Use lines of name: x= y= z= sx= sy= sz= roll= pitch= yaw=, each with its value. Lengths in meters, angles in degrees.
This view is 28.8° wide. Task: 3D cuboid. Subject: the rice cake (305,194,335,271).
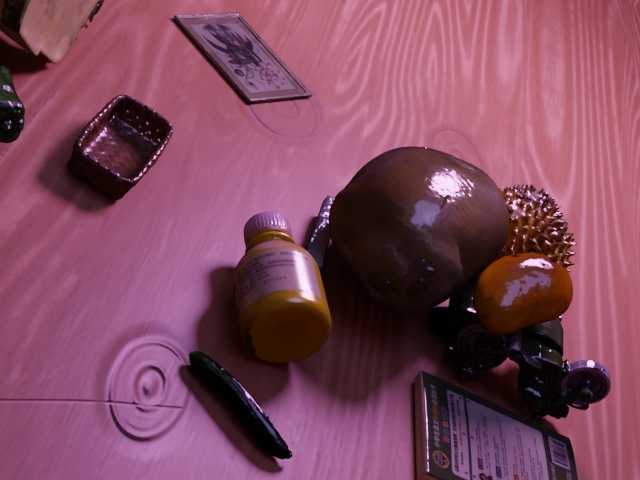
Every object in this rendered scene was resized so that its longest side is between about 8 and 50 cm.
rice cake: x=0.000 y=0.000 z=1.888 sx=0.034 sy=0.043 sz=0.211 roll=22 pitch=33 yaw=-2

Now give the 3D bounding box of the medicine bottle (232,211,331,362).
medicine bottle: x=-0.060 y=0.053 z=1.694 sx=0.122 sy=0.122 sz=0.212 roll=17 pitch=36 yaw=-26

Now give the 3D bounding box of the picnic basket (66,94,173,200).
picnic basket: x=-0.287 y=-0.133 z=1.790 sx=0.110 sy=0.055 sz=0.193 roll=33 pitch=32 yaw=-5

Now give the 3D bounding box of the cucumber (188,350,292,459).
cucumber: x=-0.100 y=0.202 z=1.550 sx=0.184 sy=0.036 sz=0.033 roll=46 pitch=27 yaw=18

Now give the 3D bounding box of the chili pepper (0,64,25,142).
chili pepper: x=-0.481 y=-0.227 z=1.717 sx=0.099 sy=0.083 sz=0.253 roll=6 pitch=38 yaw=-39

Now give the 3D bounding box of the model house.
model house: x=-0.443 y=-0.430 z=1.763 sx=0.266 sy=0.261 sz=0.321 roll=30 pitch=-3 yaw=1

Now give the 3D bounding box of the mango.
mango: x=0.291 y=0.075 z=1.819 sx=0.178 sy=0.090 sz=0.115 roll=-15 pitch=56 yaw=-30

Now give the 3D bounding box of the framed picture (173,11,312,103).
framed picture: x=-0.136 y=-0.327 z=2.210 sx=0.231 sy=0.010 sz=0.173 roll=49 pitch=35 yaw=20

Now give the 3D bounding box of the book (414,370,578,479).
book: x=0.249 y=0.304 z=1.739 sx=0.264 sy=0.027 sz=0.202 roll=25 pitch=35 yaw=-16

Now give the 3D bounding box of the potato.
potato: x=0.142 y=-0.023 z=1.863 sx=0.243 sy=0.221 sz=0.326 roll=41 pitch=34 yaw=16

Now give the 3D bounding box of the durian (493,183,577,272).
durian: x=0.360 y=-0.024 z=2.157 sx=0.183 sy=0.138 sz=0.250 roll=24 pitch=21 yaw=25

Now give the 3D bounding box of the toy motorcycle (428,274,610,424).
toy motorcycle: x=0.300 y=0.158 z=1.895 sx=0.275 sy=0.127 sz=0.205 roll=24 pitch=33 yaw=-5
